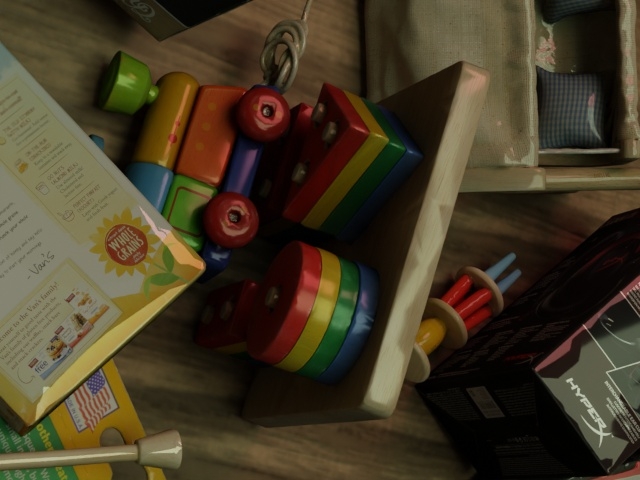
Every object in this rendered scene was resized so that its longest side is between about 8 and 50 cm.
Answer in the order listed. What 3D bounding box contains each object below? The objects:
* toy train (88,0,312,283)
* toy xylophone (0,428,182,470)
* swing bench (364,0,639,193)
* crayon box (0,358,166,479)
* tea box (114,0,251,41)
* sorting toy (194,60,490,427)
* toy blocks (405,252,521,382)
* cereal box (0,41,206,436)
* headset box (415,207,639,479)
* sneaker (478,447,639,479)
[{"bbox_3d":[-0.102,-0.106,1.300,0.143,0.105,0.248,22,70,-16],"label":"toy train"},{"bbox_3d":[-0.170,0.249,1.116,0.323,0.081,0.236,-7,92,-27],"label":"toy xylophone"},{"bbox_3d":[0.172,-0.165,1.451,0.255,0.165,0.253,-2,90,-36],"label":"swing bench"},{"bbox_3d":[-0.253,0.231,1.175,0.323,0.083,0.203,-31,107,-32],"label":"crayon box"},{"bbox_3d":[-0.089,-0.351,1.149,0.329,0.323,0.220,42,53,-29],"label":"tea box"},{"bbox_3d":[0.000,0.000,1.274,0.089,0.255,0.257,22,75,-18],"label":"sorting toy"},{"bbox_3d":[0.103,0.030,1.461,0.148,0.054,0.123,-39,111,-31],"label":"toy blocks"},{"bbox_3d":[-0.220,-0.011,1.170,0.240,0.047,0.173,47,66,1],"label":"cereal box"},{"bbox_3d":[0.253,0.068,1.437,0.293,0.218,0.110,-39,97,-23],"label":"headset box"},{"bbox_3d":[0.269,0.250,1.540,0.314,0.116,0.136,-4,93,-37],"label":"sneaker"}]
